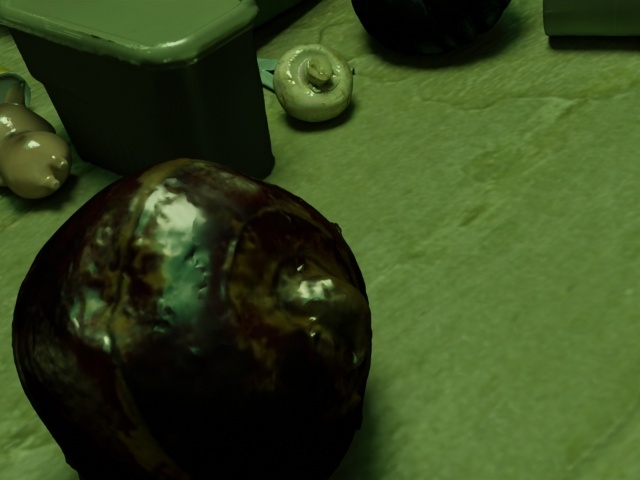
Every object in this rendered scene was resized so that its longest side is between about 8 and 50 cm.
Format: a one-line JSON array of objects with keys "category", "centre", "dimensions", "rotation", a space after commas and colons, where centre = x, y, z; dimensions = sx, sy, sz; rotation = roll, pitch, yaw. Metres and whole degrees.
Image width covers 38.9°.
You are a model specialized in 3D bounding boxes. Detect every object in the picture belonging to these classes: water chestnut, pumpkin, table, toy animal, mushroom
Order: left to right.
[{"category": "toy animal", "centre": [-0.294, -0.092, 0.897], "dimensions": [0.083, 0.089, 0.150], "rotation": [-34, 52, -31]}, {"category": "water chestnut", "centre": [-0.079, 0.064, 0.563], "dimensions": [0.224, 0.224, 0.238], "rotation": [-48, 7, -37]}, {"category": "mushroom", "centre": [-0.006, -0.160, 0.913], "dimensions": [0.083, 0.067, 0.084], "rotation": [4, 72, -14]}, {"category": "pumpkin", "centre": [0.120, -0.291, 0.987], "dimensions": [0.194, 0.150, 0.194], "rotation": [-16, 33, 11]}, {"category": "table", "centre": [0.345, -0.272, 0.924], "dimensions": [0.220, 0.126, 0.126], "rotation": [4, 41, 19]}]

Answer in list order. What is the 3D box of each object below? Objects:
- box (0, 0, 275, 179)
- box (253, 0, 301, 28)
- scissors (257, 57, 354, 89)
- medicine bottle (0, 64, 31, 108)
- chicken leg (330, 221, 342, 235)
[{"category": "box", "centre": [-0.172, -0.150, 0.860], "dimensions": [0.274, 0.178, 0.138], "rotation": [23, 49, 36]}, {"category": "box", "centre": [-0.119, -0.373, 1.114], "dimensions": [0.252, 0.178, 0.328], "rotation": [18, 39, 30]}, {"category": "scissors", "centre": [-0.083, -0.199, 1.033], "dimensions": [0.247, 0.017, 0.144], "rotation": [21, 49, 32]}, {"category": "medicine bottle", "centre": [-0.425, -0.199, 1.074], "dimensions": [0.074, 0.074, 0.218], "rotation": [-37, 46, -29]}, {"category": "chicken leg", "centre": [0.002, 0.000, 0.755], "dimensions": [0.036, 0.021, 0.083], "rotation": [-22, 38, 2]}]
